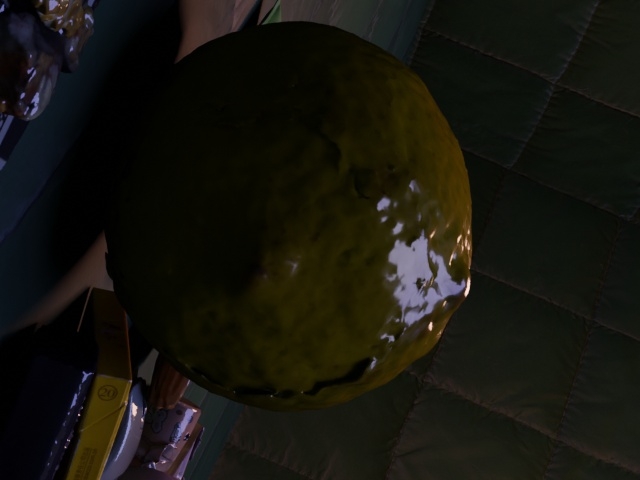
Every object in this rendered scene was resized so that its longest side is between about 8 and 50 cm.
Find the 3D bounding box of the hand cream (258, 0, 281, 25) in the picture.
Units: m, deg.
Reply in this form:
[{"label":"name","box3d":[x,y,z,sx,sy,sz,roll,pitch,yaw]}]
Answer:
[{"label":"hand cream","box3d":[-0.075,-0.204,1.332,0.175,0.046,0.095,105,12,-53]}]

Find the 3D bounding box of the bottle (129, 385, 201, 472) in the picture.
[{"label":"bottle","box3d":[-0.249,0.302,1.626,0.152,0.098,0.099,-62,175,-7]}]

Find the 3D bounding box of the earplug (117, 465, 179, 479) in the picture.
[{"label":"earplug","box3d":[-0.272,0.452,1.424,0.301,0.172,0.172,-69,-179,-66]}]

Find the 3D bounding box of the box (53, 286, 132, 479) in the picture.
[{"label":"box","box3d":[-0.244,0.199,1.088,0.152,0.043,0.269,-113,-139,-56]}]

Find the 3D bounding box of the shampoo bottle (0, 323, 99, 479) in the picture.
[{"label":"shampoo bottle","box3d":[-0.279,0.231,0.956,0.098,0.071,0.310,-128,-120,-75]}]

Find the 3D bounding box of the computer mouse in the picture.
[{"label":"computer mouse","box3d":[-0.265,0.257,1.437,0.089,0.056,0.182,117,-4,-86]}]

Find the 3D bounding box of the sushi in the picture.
[{"label":"sushi","box3d":[-0.160,-0.141,0.674,0.193,0.040,0.210,99,16,-74]}]

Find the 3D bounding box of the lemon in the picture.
[{"label":"lemon","box3d":[-0.025,-0.026,1.006,0.387,0.349,0.350,-75,-174,-71]}]

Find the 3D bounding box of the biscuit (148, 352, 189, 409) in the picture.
[{"label":"biscuit","box3d":[-0.164,0.082,1.464,0.269,0.051,0.376,-58,-169,35]}]

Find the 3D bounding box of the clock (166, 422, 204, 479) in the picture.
[{"label":"clock","box3d":[-0.284,0.416,1.922,0.192,0.071,0.147,-58,171,-63]}]
